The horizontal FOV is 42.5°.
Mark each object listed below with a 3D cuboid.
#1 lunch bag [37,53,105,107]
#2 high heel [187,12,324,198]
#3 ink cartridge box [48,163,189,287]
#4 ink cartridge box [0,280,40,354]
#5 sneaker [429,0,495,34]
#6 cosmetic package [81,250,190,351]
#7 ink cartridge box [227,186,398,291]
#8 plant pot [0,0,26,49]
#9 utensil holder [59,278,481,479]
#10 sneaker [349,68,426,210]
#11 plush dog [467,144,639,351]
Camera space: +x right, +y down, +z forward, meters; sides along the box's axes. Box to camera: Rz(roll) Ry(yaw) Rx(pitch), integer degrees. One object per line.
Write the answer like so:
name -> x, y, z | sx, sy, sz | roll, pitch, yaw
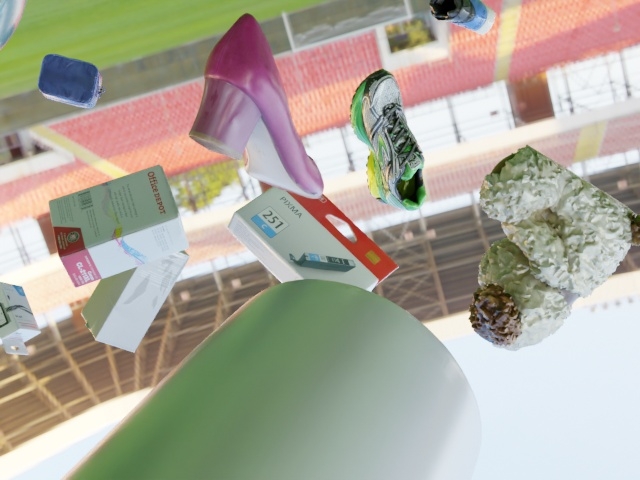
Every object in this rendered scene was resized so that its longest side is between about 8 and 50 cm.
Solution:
lunch bag -> -0.387, -0.247, 1.287 | 0.098, 0.067, 0.065 | 15, 179, -11
high heel -> -0.056, -0.178, 1.221 | 0.127, 0.181, 0.377 | 20, 177, 20
ink cartridge box -> -0.293, -0.023, 1.197 | 0.175, 0.072, 0.127 | -19, -133, -9
ink cartridge box -> -0.369, 0.094, 0.992 | 0.028, 0.083, 0.048 | -30, 164, 7
sneaker -> 0.203, -0.372, 1.281 | 0.084, 0.058, 0.152 | 16, -153, -28
cosmetic package -> -0.381, 0.093, 1.684 | 0.107, 0.238, 0.127 | 24, -169, -36
ink cartridge box -> 0.000, 0.000, 1.699 | 0.261, 0.296, 0.066 | -37, 166, -40
plant pot -> -0.453, -0.300, 0.923 | 0.290, 0.290, 0.195 | -17, 179, -1
utensil holder -> -0.055, 0.254, 0.729 | 0.327, 0.328, 0.385 | -8, -156, 32
sneaker -> 0.171, -0.220, 1.821 | 0.134, 0.344, 0.146 | -34, -144, -22
plush dog -> 0.270, 0.033, 0.989 | 0.210, 0.225, 0.262 | 37, -166, 19
